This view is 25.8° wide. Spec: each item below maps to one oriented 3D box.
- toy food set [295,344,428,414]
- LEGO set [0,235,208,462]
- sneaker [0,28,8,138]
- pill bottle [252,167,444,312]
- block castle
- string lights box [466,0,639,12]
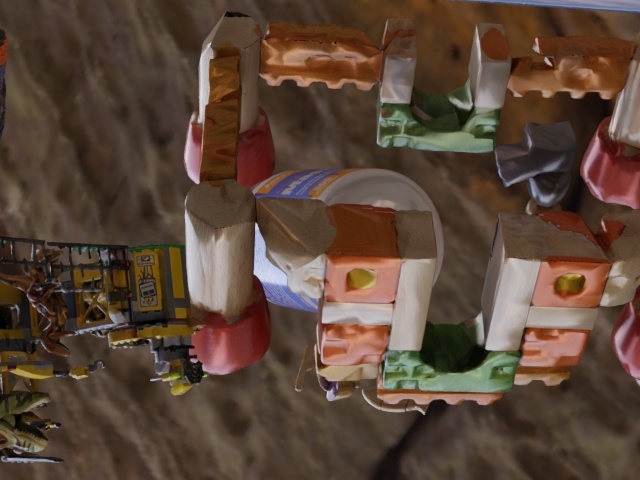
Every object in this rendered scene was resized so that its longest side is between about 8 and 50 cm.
[{"bbox_3d":[0.041,0.115,1.258,0.122,0.019,0.078,6,-137,10],"label":"toy food set"},{"bbox_3d":[-0.232,0.108,0.927,0.331,0.255,0.192,10,-108,-63],"label":"LEGO set"},{"bbox_3d":[-0.238,-0.070,0.905,0.083,0.087,0.221,0,-154,1],"label":"sneaker"},{"bbox_3d":[0.000,0.000,1.465,0.152,0.152,0.272,20,174,-25],"label":"pill bottle"},{"bbox_3d":[0.104,-0.020,1.189,0.453,0.213,0.303,2,-135,-3],"label":"block castle"},{"bbox_3d":[0.009,-0.118,0.353,0.260,0.077,0.133,4,-150,1],"label":"string lights box"}]
